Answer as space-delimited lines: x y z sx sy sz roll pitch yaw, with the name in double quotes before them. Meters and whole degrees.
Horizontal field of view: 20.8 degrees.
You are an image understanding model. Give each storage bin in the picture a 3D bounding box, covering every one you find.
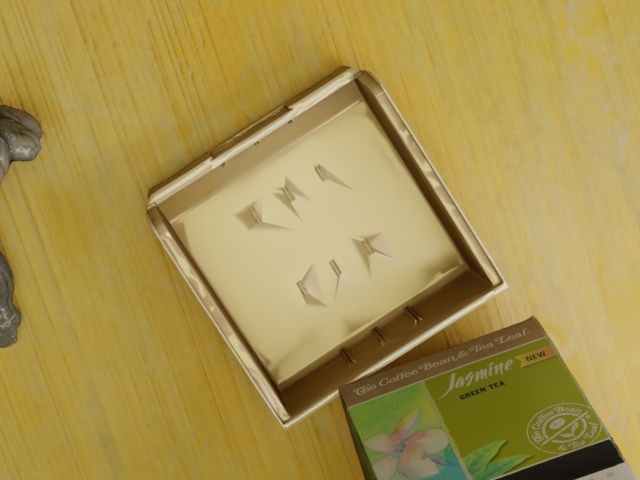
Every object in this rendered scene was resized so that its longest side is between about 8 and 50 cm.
"storage bin" 0.000 0.000 1.736 0.262 0.123 0.260 -33 101 -1

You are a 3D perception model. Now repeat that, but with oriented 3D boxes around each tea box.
"tea box" 0.188 0.311 1.656 0.220 0.323 0.329 -20 124 -4

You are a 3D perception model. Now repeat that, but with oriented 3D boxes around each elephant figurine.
"elephant figurine" -0.373 -0.021 1.682 0.186 0.169 0.239 30 111 18
